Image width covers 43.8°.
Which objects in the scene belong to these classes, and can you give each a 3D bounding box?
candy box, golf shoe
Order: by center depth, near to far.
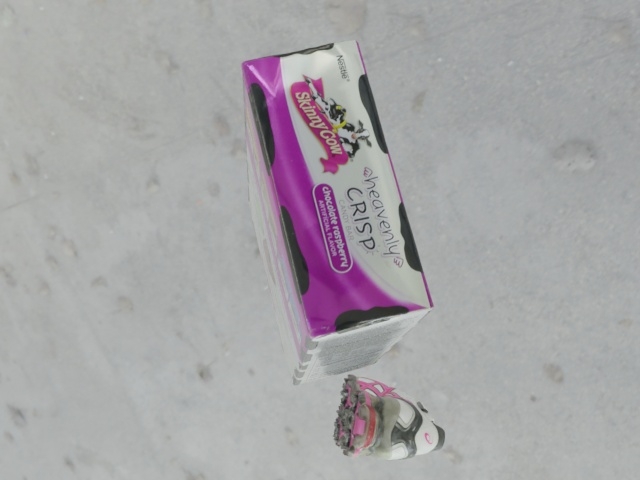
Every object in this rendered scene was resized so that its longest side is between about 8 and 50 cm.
[{"bbox_3d":[0.000,0.000,0.522,0.233,0.071,0.159,108,149,-74],"label":"candy box"},{"bbox_3d":[0.058,0.168,0.731,0.085,0.186,0.068,12,88,-4],"label":"golf shoe"}]
